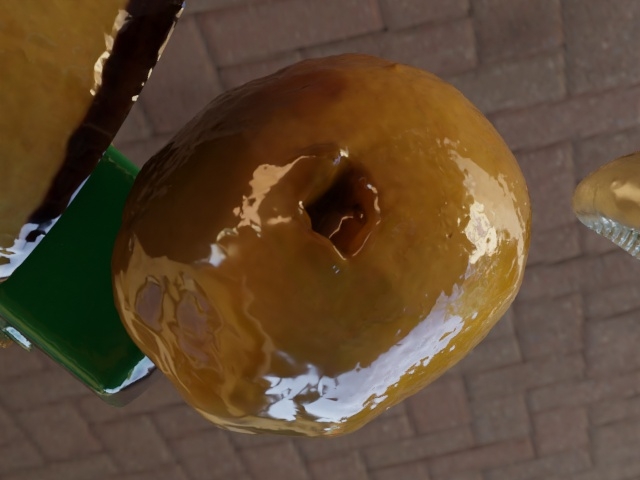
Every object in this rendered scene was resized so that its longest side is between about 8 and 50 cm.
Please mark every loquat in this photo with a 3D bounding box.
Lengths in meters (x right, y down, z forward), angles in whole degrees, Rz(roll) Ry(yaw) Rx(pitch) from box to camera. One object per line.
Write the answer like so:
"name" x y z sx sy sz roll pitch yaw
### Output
"loquat" 0.000 0.000 0.815 0.238 0.193 0.238 -39 169 -9

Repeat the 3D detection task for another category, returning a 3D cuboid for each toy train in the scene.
"toy train" -0.181 0.002 1.053 0.178 0.249 0.429 -51 175 -10

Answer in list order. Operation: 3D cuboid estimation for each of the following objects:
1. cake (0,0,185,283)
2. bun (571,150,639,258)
"cake" -0.186 -0.092 0.707 0.178 0.208 0.185 36 163 -17
"bun" 0.310 -0.028 1.318 0.183 0.183 0.102 32 84 -44
